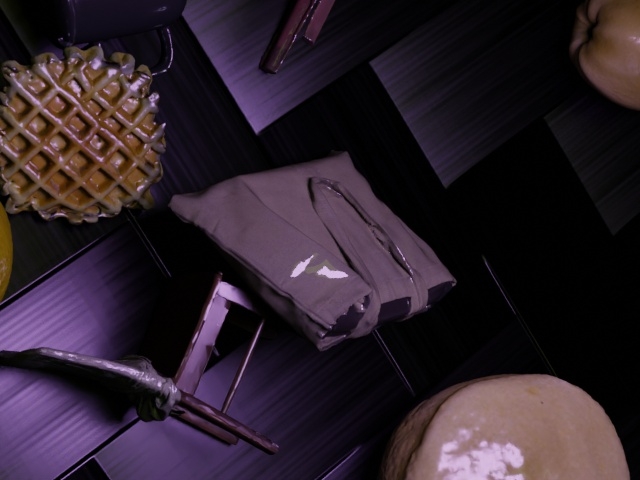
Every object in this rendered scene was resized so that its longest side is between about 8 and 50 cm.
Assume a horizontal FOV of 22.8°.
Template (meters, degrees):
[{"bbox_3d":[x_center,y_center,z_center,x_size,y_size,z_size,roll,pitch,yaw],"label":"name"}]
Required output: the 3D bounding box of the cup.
[{"bbox_3d":[-0.247,-0.288,1.847,0.176,0.169,0.223,-22,108,-24],"label":"cup"}]

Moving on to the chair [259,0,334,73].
[{"bbox_3d":[-0.035,-0.402,1.967,0.183,0.175,0.326,33,74,-13],"label":"chair"}]

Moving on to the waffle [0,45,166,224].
[{"bbox_3d":[-0.277,-0.118,1.826,0.207,0.054,0.214,-3,112,-20],"label":"waffle"}]

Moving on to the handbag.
[{"bbox_3d":[0.005,0.002,1.879,0.253,0.109,0.316,47,32,18],"label":"handbag"}]

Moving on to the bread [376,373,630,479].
[{"bbox_3d":[0.222,0.322,1.972,0.320,0.237,0.321,12,62,-23],"label":"bread"}]

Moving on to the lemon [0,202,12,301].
[{"bbox_3d":[-0.419,0.020,1.694,0.184,0.184,0.248,36,65,-19],"label":"lemon"}]

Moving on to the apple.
[{"bbox_3d":[0.445,-0.271,2.202,0.200,0.200,0.200,4,81,-28],"label":"apple"}]

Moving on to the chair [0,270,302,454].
[{"bbox_3d":[-0.184,0.117,1.824,0.319,0.160,0.186,27,76,-23],"label":"chair"}]
